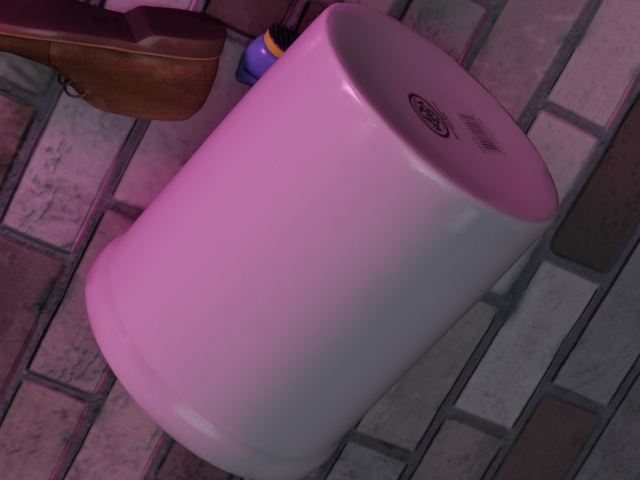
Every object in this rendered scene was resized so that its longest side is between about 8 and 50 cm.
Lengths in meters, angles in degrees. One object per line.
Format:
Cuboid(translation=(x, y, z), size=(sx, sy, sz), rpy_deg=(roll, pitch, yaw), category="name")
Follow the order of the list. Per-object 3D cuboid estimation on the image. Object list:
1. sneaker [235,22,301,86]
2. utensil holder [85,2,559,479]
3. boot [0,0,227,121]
Cuboid(translation=(0.003, -0.155, 1.594), size=(0.209, 0.069, 0.082), rpy_deg=(30, 121, -21), category="sneaker")
Cuboid(translation=(0.000, 0.000, 1.466), size=(0.327, 0.328, 0.385), rpy_deg=(32, 118, -20), category="utensil holder")
Cuboid(translation=(-0.257, -0.190, 1.515), size=(0.305, 0.112, 0.115), rpy_deg=(8, 122, -15), category="boot")
